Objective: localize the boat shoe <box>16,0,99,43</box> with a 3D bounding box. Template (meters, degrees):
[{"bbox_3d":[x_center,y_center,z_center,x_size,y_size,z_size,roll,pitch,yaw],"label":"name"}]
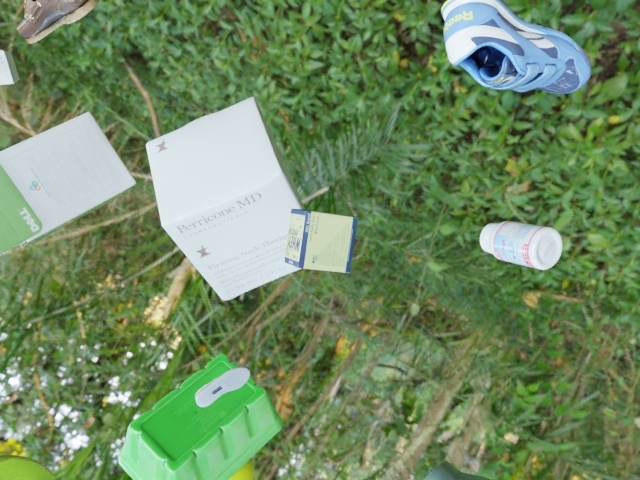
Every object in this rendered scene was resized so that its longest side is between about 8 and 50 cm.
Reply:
[{"bbox_3d":[-0.448,-0.388,0.982,0.207,0.073,0.073,-8,141,37],"label":"boat shoe"}]

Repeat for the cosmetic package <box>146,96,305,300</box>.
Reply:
[{"bbox_3d":[-0.230,-0.106,1.654,0.393,0.330,0.327,64,-177,-52],"label":"cosmetic package"}]

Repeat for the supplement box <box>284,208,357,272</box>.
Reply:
[{"bbox_3d":[0.000,0.000,0.867,0.083,0.083,0.056,6,-177,-25],"label":"supplement box"}]

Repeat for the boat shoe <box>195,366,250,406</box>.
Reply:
[{"bbox_3d":[-0.166,0.241,1.002,0.035,0.100,0.035,61,166,-18],"label":"boat shoe"}]

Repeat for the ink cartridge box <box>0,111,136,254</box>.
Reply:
[{"bbox_3d":[-0.350,-0.063,0.734,0.062,0.209,0.109,-16,108,57],"label":"ink cartridge box"}]

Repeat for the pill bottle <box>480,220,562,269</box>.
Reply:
[{"bbox_3d":[0.413,0.006,1.245,0.087,0.087,0.160,33,172,-28],"label":"pill bottle"}]

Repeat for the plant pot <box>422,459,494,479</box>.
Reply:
[{"bbox_3d":[0.154,0.395,0.708,0.196,0.293,0.293,46,178,22],"label":"plant pot"}]

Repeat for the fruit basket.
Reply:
[{"bbox_3d":[-0.285,0.528,1.515,0.283,0.392,0.392,35,174,25],"label":"fruit basket"}]

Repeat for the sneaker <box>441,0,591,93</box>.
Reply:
[{"bbox_3d":[0.157,-0.143,0.480,0.144,0.059,0.053,16,156,-21],"label":"sneaker"}]

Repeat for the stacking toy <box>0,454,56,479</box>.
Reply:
[{"bbox_3d":[-0.392,0.327,0.523,0.130,0.308,0.280,-2,178,36],"label":"stacking toy"}]

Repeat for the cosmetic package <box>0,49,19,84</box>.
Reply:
[{"bbox_3d":[-0.609,-0.309,1.078,0.239,0.099,0.060,32,135,61],"label":"cosmetic package"}]
